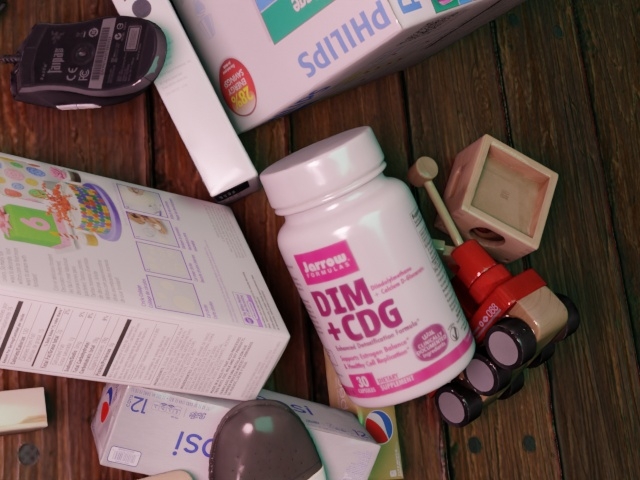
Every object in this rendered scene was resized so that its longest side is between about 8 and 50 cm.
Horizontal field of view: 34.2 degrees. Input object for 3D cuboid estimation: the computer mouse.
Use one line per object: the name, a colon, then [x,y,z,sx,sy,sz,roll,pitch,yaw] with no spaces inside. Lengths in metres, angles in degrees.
computer mouse: [-0.276,-0.218,1.128,0.060,0.262,0.184,54,35,-63]

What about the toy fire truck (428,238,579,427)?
toy fire truck: [0.158,0.086,1.308,0.158,0.217,0.246,-23,65,-37]

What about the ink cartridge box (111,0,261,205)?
ink cartridge box: [-0.168,-0.202,1.202,0.065,0.165,0.333,-25,88,-1]

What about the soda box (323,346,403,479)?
soda box: [0.051,0.203,1.267,0.058,0.061,0.181,3,72,-32]

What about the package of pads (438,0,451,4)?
package of pads: [0.133,-0.290,1.076,0.050,0.032,0.083,40,60,-19]

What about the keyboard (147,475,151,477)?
keyboard: [-0.071,0.360,1.149,0.201,0.033,0.317,-9,79,-29]

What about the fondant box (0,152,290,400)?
fondant box: [-0.221,0.032,1.052,0.330,0.096,0.238,14,28,-30]

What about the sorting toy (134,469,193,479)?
sorting toy: [-0.198,0.346,1.015,0.193,0.038,0.208,-13,89,-9]

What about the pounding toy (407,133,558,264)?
pounding toy: [0.202,-0.049,1.448,0.206,0.094,0.181,27,65,-13]

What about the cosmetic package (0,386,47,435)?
cosmetic package: [-0.333,0.173,1.021,0.115,0.060,0.041,-1,75,-33]

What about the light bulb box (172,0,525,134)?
light bulb box: [0.067,-0.331,1.282,0.361,0.358,0.225,-26,92,-38]

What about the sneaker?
sneaker: [-0.033,0.322,1.012,0.122,0.146,0.331,-8,99,-13]

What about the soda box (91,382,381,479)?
soda box: [-0.089,0.206,1.099,0.286,0.098,0.091,18,98,-22]

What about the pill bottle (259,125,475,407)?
pill bottle: [0.049,0.028,1.160,0.160,0.160,0.283,-33,104,-37]
